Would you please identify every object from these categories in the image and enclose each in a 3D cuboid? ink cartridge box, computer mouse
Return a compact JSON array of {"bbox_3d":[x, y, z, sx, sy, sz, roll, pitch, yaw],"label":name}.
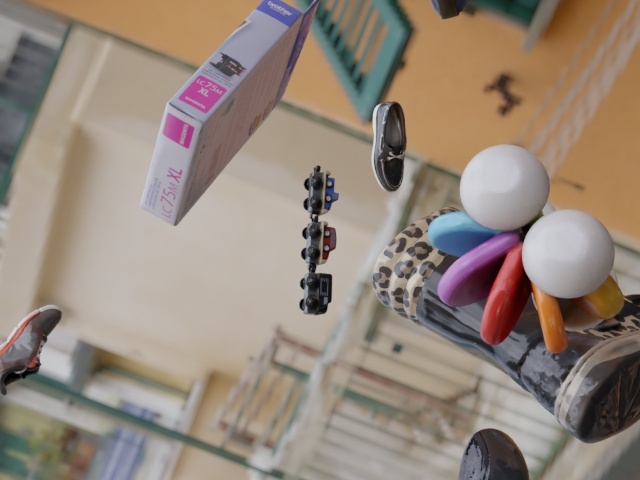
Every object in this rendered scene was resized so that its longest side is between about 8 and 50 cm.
[{"bbox_3d":[-0.110,-0.177,2.022,0.311,0.065,0.186,-51,-12,-43],"label":"ink cartridge box"},{"bbox_3d":[0.246,0.376,2.051,0.060,0.184,0.262,-21,48,57],"label":"computer mouse"}]

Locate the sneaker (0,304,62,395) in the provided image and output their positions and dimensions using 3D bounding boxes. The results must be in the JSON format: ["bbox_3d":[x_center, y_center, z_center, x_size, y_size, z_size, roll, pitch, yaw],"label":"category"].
[{"bbox_3d":[-0.403,0.157,2.242,0.158,0.065,0.061,-47,-19,-27],"label":"sneaker"}]

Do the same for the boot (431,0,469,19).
[{"bbox_3d":[0.127,-0.334,1.741,0.219,0.082,0.106,-79,-22,-45],"label":"boot"}]

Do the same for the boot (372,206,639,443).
[{"bbox_3d":[0.245,0.077,1.694,0.377,0.284,0.138,-12,-52,-57],"label":"boot"}]

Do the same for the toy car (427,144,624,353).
[{"bbox_3d":[0.166,0.019,1.392,0.136,0.182,0.159,-40,-23,-3],"label":"toy car"}]

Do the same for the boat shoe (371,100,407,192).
[{"bbox_3d":[0.099,-0.130,2.244,0.038,0.046,0.125,-10,79,60],"label":"boat shoe"}]

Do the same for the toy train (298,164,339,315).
[{"bbox_3d":[0.000,0.000,1.698,0.027,0.036,0.158,157,117,-68],"label":"toy train"}]
